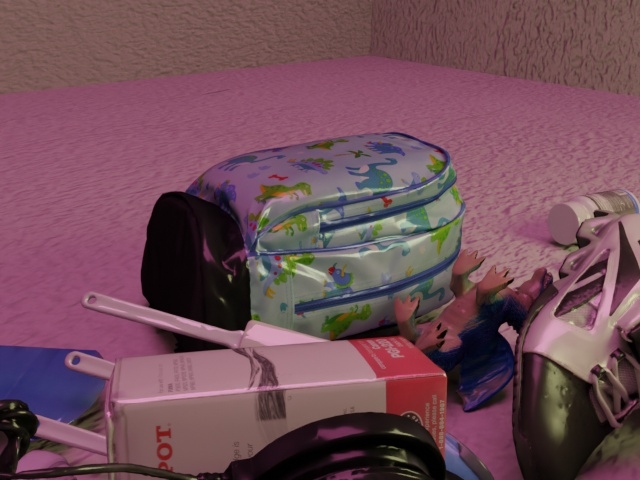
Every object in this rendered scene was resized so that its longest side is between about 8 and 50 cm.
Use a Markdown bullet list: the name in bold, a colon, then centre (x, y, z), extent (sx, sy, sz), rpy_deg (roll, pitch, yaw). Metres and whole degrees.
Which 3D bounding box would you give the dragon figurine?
- **dragon figurine**: centre (0.142, 0.109, 0.761), extent (0.289, 0.144, 0.085), rpy_deg (-39, 34, -13)

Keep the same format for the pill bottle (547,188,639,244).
- **pill bottle**: centre (0.428, -0.035, 1.182), extent (0.137, 0.078, 0.078), rpy_deg (-10, 24, -28)

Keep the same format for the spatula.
- **spatula**: centre (-0.122, 0.131, 0.640), extent (0.242, 0.019, 0.168), rpy_deg (13, 63, 10)

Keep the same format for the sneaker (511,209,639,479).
- **sneaker**: centre (0.275, 0.083, 0.667), extent (0.146, 0.122, 0.330), rpy_deg (2, 42, 40)

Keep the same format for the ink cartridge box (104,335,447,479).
- **ink cartridge box**: centre (-0.032, 0.159, 0.521), extent (0.217, 0.159, 0.092), rpy_deg (-3, 12, -14)

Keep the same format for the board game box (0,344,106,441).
- **board game box**: centre (-0.285, 0.151, 0.705), extent (0.168, 0.033, 0.133), rpy_deg (2, 27, 6)

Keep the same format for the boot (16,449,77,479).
- **boot**: centre (-0.170, 0.234, 0.442), extent (0.123, 0.095, 0.258), rpy_deg (12, 28, 3)

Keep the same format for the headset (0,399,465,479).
- **headset**: centre (-0.015, 0.204, 0.384), extent (0.394, 0.185, 0.243), rpy_deg (32, 27, -3)

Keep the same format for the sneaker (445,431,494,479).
- **sneaker**: centre (0.041, 0.177, 0.639), extent (0.209, 0.069, 0.082), rpy_deg (23, 59, 28)

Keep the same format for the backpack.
- **backpack**: centre (0.000, 0.000, 0.871), extent (0.355, 0.273, 0.290), rpy_deg (6, 11, -24)
